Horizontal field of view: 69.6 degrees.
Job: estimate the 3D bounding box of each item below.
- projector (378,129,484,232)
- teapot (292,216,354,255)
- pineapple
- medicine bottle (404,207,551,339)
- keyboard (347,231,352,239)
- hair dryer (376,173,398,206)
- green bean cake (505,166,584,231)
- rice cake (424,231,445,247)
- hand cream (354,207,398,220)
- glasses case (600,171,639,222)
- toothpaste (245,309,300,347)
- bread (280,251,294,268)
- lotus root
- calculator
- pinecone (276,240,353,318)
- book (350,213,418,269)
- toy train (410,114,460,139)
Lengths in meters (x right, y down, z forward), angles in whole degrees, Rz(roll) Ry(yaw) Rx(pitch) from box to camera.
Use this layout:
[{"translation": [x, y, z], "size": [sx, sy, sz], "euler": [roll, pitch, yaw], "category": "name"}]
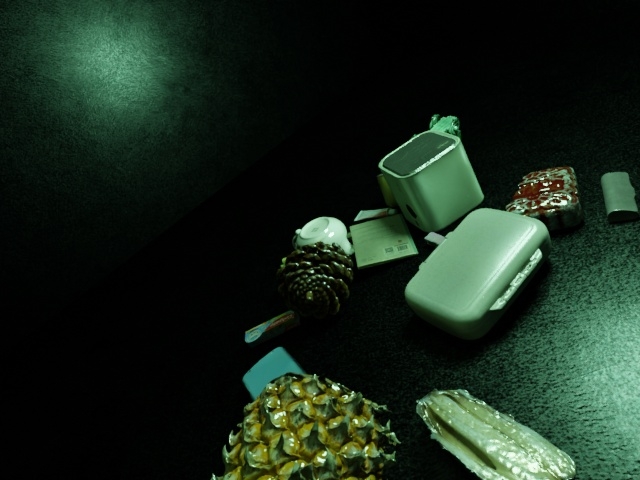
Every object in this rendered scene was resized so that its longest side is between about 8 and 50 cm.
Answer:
[{"translation": [0.387, -0.211, 1.621], "size": [0.248, 0.249, 0.248], "euler": [-34, 27, -3], "category": "projector"}, {"translation": [0.000, 0.000, 1.797], "size": [0.298, 0.139, 0.204], "euler": [2, 44, 44], "category": "teapot"}, {"translation": [-0.028, 0.450, 0.858], "size": [0.353, 0.352, 0.300], "euler": [-19, 30, 24], "category": "pineapple"}, {"translation": [0.415, 0.079, 1.224], "size": [0.375, 0.123, 0.282], "euler": [-47, 35, -13], "category": "medicine bottle"}, {"translation": [0.157, -0.026, 1.808], "size": [0.130, 0.015, 0.049], "euler": [-12, 28, 34], "category": "keyboard"}, {"translation": [0.327, -0.242, 1.906], "size": [0.090, 0.134, 0.279], "euler": [-14, 15, 32], "category": "hair dryer"}, {"translation": [0.656, -0.121, 1.357], "size": [0.199, 0.097, 0.232], "euler": [-11, 34, 35], "category": "green bean cake"}, {"translation": [0.408, 0.016, 1.453], "size": [0.047, 0.036, 0.207], "euler": [-47, 29, -7], "category": "rice cake"}, {"translation": [0.223, -0.105, 1.856], "size": [0.052, 0.038, 0.216], "euler": [-21, 11, -37], "category": "hand cream"}, {"translation": [0.817, -0.122, 1.260], "size": [0.072, 0.042, 0.190], "euler": [-5, 36, 29], "category": "glasses case"}, {"translation": [-0.161, 0.303, 1.554], "size": [0.194, 0.044, 0.070], "euler": [-27, 29, 10], "category": "toothpaste"}, {"translation": [-0.072, 0.107, 1.673], "size": [0.117, 0.157, 0.064], "euler": [-63, 14, 17], "category": "bread"}, {"translation": [0.310, 0.399, 0.883], "size": [0.167, 0.078, 0.329], "euler": [-16, 19, -22], "category": "lotus root"}, {"translation": [-0.126, 0.414, 1.324], "size": [0.173, 0.051, 0.293], "euler": [-40, 27, -13], "category": "calculator"}, {"translation": [-0.008, 0.117, 1.507], "size": [0.244, 0.243, 0.309], "euler": [-16, 12, 28], "category": "pinecone"}, {"translation": [0.218, -0.002, 1.651], "size": [0.215, 0.025, 0.282], "euler": [-14, 30, 8], "category": "book"}, {"translation": [0.468, -0.375, 1.866], "size": [0.120, 0.202, 0.301], "euler": [22, 56, 35], "category": "toy train"}]
